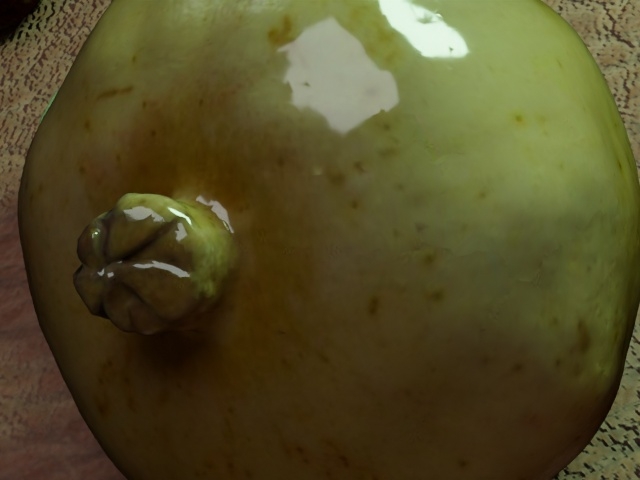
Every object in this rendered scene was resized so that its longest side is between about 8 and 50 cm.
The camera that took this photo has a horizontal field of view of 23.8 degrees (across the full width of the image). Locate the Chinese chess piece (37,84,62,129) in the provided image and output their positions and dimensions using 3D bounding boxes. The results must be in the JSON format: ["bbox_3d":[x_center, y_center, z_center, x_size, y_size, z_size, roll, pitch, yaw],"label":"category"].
[{"bbox_3d":[-0.105,-0.071,1.221,0.250,0.101,0.250,-9,48,10],"label":"Chinese chess piece"}]

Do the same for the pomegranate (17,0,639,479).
[{"bbox_3d":[0.000,0.000,0.922,0.412,0.411,0.411,-9,48,10],"label":"pomegranate"}]

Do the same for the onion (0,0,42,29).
[{"bbox_3d":[-0.312,-0.253,1.450,0.117,0.119,0.118,-51,46,16],"label":"onion"}]
